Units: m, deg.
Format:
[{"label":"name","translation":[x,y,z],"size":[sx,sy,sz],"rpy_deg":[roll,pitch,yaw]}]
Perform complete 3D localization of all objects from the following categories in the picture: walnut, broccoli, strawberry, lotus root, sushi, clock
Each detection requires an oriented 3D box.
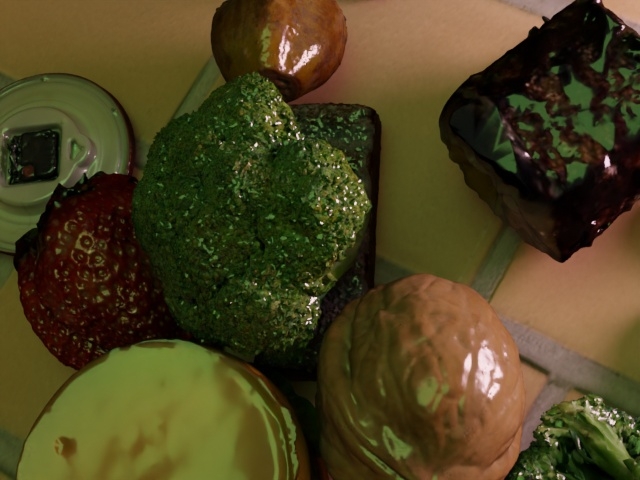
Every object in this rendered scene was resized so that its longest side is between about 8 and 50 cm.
[{"label":"walnut","translation":[0.123,0.197,1.419],"size":[0.277,0.252,0.313],"rpy_deg":[-29,31,20]},{"label":"broccoli","translation":[-0.088,-0.021,1.481],"size":[0.321,0.310,0.413],"rpy_deg":[-57,27,-13]},{"label":"strawberry","translation":[-0.294,0.058,1.657],"size":[0.288,0.250,0.238],"rpy_deg":[46,51,13]},{"label":"broccoli","translation":[0.360,0.315,1.387],"size":[0.294,0.245,0.265],"rpy_deg":[-3,79,-21]},{"label":"lotus root","translation":[-0.062,-0.275,1.731],"size":[0.188,0.199,0.180],"rpy_deg":[-38,38,37]},{"label":"sushi","translation":[0.333,-0.149,1.550],"size":[0.294,0.299,0.281],"rpy_deg":[-42,89,-2]},{"label":"clock","translation":[-0.449,-0.126,1.840],"size":[0.318,0.080,0.318],"rpy_deg":[-5,68,12]}]

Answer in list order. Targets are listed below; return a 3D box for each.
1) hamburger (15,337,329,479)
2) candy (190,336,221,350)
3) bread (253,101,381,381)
[{"label":"hamburger","translation":[-0.190,0.334,1.493],"size":[0.395,0.277,0.396],"rpy_deg":[-4,68,9]},{"label":"candy","translation":[-0.173,0.165,1.681],"size":[0.053,0.046,0.182],"rpy_deg":[-1,72,15]},{"label":"bread","translation":[0.000,0.000,1.667],"size":[0.165,0.113,0.417],"rpy_deg":[-2,70,15]}]
